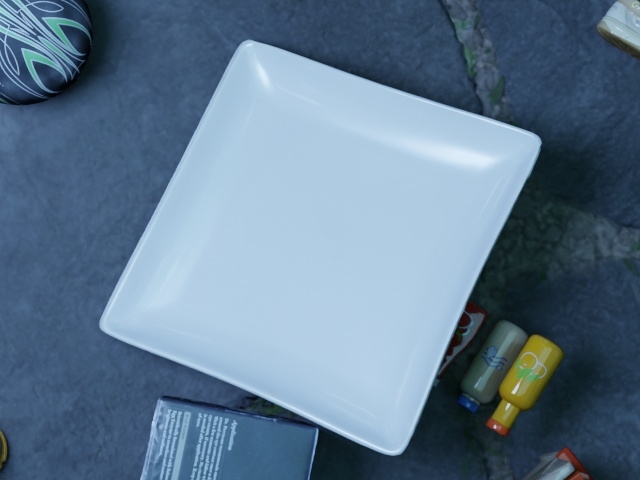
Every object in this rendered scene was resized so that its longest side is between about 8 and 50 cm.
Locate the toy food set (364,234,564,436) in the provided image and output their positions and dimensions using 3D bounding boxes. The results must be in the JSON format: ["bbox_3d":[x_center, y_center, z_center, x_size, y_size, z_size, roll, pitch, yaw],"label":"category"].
[{"bbox_3d":[0.120,0.098,1.539,0.232,0.111,0.104,32,85,5],"label":"toy food set"}]

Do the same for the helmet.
[{"bbox_3d":[-0.310,-0.215,1.500,0.169,0.161,0.169,0,86,-5],"label":"helmet"}]

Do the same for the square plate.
[{"bbox_3d":[0.000,0.000,1.505,0.347,0.049,0.344,21,77,22],"label":"square plate"}]

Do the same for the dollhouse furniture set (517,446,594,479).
[{"bbox_3d":[0.286,0.342,1.522,0.262,0.135,0.259,-38,90,-6],"label":"dollhouse furniture set"}]

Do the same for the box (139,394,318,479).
[{"bbox_3d":[-0.091,0.211,1.492,0.158,0.156,0.093,12,84,-4],"label":"box"}]

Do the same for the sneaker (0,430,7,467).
[{"bbox_3d":[-0.410,0.166,1.506,0.215,0.083,0.084,30,86,-1],"label":"sneaker"}]

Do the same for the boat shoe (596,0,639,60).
[{"bbox_3d":[0.379,-0.205,1.604,0.170,0.063,0.059,31,90,-1],"label":"boat shoe"}]
